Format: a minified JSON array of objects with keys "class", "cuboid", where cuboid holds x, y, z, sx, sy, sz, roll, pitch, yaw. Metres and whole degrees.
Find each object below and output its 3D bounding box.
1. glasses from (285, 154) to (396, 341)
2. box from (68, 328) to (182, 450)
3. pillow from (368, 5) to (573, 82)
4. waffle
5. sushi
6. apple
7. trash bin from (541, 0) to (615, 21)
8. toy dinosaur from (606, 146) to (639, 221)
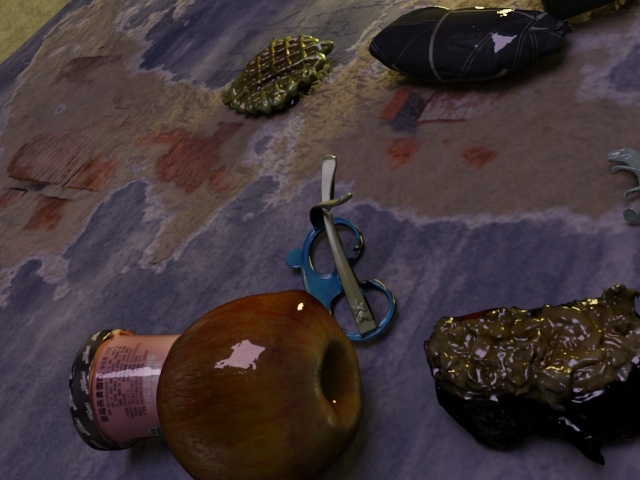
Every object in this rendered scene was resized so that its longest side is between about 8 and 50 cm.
[{"class":"glasses","cuboid":[0.036,-0.001,0.836,0.102,0.207,0.239,-1,40,-18]},{"class":"box","cuboid":[-0.211,0.181,0.814,0.135,0.151,0.151,-8,46,14]},{"class":"pillow","cuboid":[0.235,-0.330,1.069,0.335,0.092,0.161,16,56,40]},{"class":"waffle","cuboid":[-0.089,-0.333,1.303,0.208,0.054,0.214,22,70,40]},{"class":"sushi","cuboid":[0.207,0.131,0.620,0.212,0.115,0.147,-6,47,26]},{"class":"apple","cuboid":[-0.061,0.160,0.686,0.188,0.211,0.211,-16,43,28]},{"class":"trash bin","cuboid":[0.490,-0.502,0.997,0.343,0.158,0.223,-21,68,19]},{"class":"toy dinosaur","cuboid":[0.411,-0.061,0.741,0.187,0.044,0.106,12,42,41]}]
